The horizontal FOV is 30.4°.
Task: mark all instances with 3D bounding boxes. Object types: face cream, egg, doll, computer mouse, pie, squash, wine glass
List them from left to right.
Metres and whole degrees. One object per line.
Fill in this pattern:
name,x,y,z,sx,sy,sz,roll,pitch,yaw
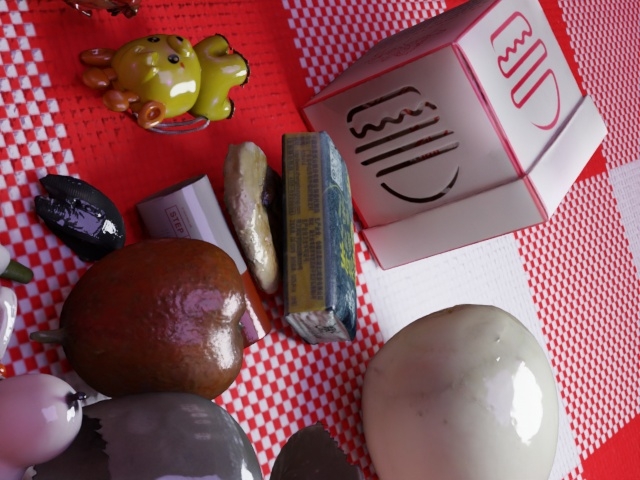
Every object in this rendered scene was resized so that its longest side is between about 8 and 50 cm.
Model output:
doll,-0.343,0.148,1.162,0.271,0.208,0.144,51,6,27
squash,-0.348,0.029,1.276,0.089,0.027,0.027,17,64,-50
computer mouse,-0.274,-0.028,1.373,0.135,0.047,0.079,38,49,-36
doll,-0.199,-0.201,1.484,0.221,0.135,0.143,-20,61,-47
wine glass,-0.125,0.278,1.229,0.323,0.238,0.238,10,69,-34
face cream,-0.144,0.032,1.474,0.096,0.096,0.214,-36,106,-51
pie,-0.082,-0.022,1.554,0.218,0.052,0.185,56,30,-71
egg,0.201,0.265,1.680,0.283,0.283,0.345,-4,86,-52

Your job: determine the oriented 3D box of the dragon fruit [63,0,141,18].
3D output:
dragon fruit,-0.275,-0.363,1.392,0.209,0.172,0.172,39,49,-27

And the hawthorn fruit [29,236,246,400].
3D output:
hawthorn fruit,-0.203,0.093,1.321,0.251,0.199,0.199,-2,79,-35

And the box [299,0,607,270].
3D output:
box,0.209,-0.181,1.823,0.300,0.314,0.312,61,40,-14

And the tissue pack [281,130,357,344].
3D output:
tissue pack,0.000,0.000,1.624,0.185,0.081,0.257,57,30,-68
